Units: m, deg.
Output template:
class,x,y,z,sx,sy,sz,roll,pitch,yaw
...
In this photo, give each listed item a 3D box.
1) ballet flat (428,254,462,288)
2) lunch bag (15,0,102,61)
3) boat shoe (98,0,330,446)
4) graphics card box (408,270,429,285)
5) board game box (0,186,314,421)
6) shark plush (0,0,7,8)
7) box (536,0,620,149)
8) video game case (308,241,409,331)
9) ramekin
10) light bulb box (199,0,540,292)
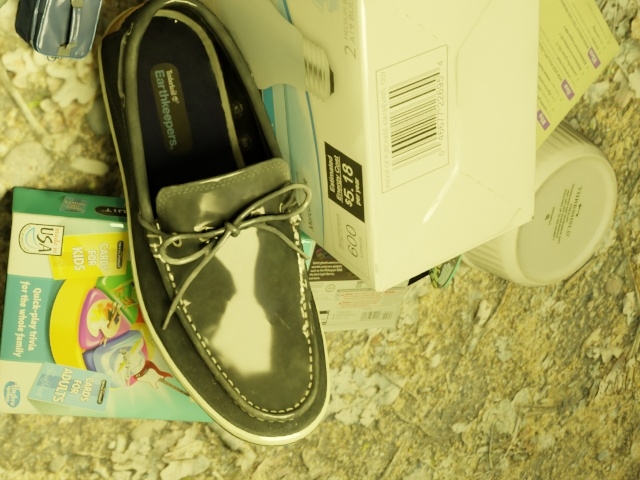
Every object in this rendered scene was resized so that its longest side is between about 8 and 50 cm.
class,x,y,z,sx,sy,sz,roll,pitch,yaw
ballet flat,0.174,-0.028,1.598,0.070,0.070,0.188,16,101,-43
lunch bag,-0.270,-0.233,1.228,0.067,0.065,0.098,-1,115,-39
boat shoe,-0.109,-0.025,1.237,0.186,0.156,0.500,-15,86,-20
graphics card box,0.000,0.000,1.568,0.370,0.094,0.233,-27,129,-23
board game box,-0.197,0.083,1.379,0.336,0.079,0.254,5,114,-15
shark plush,-0.357,-0.202,1.188,0.161,0.073,0.067,-67,164,7
box,0.258,-0.253,1.611,0.243,0.117,0.213,-50,135,-5
video game case,0.045,0.038,1.547,0.190,0.022,0.173,0,116,-38
ramekin,0.324,-0.054,1.775,0.272,0.127,0.273,-19,125,-29
light bulb box,0.039,-0.203,1.289,0.225,0.361,0.358,-23,128,-25
